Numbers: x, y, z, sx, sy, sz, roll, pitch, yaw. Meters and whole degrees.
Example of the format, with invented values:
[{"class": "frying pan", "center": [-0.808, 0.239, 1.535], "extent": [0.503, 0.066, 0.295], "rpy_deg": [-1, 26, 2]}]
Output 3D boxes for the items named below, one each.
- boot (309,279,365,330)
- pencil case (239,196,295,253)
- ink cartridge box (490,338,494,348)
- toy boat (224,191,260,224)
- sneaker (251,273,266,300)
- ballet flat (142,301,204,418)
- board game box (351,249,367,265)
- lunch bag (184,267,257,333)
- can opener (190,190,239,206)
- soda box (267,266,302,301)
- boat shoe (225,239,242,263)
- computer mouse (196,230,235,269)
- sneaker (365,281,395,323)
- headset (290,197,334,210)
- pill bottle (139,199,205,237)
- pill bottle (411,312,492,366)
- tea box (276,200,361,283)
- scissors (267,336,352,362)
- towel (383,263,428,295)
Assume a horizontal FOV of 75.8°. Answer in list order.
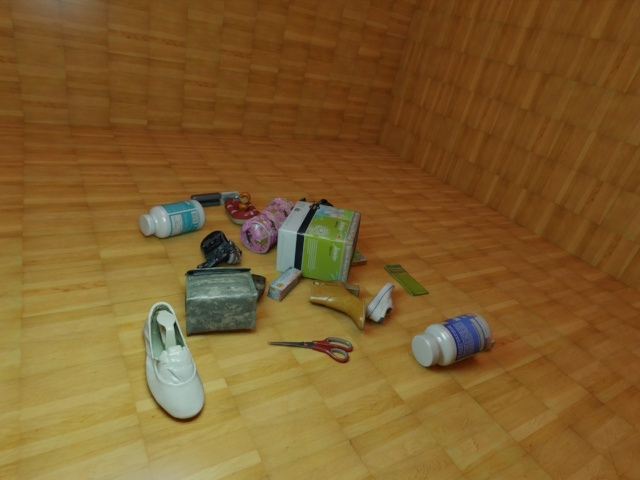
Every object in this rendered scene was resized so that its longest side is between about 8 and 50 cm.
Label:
[{"class": "boot", "center": [0.060, 0.249, 1.618], "extent": [0.211, 0.104, 0.295], "rpy_deg": [5, 23, -6]}, {"class": "pencil case", "center": [-0.244, -0.082, 2.010], "extent": [0.167, 0.160, 0.386], "rpy_deg": [20, 29, 9]}, {"class": "ink cartridge box", "center": [0.583, 0.392, 1.661], "extent": [0.179, 0.045, 0.145], "rpy_deg": [-13, 34, -10]}, {"class": "toy boat", "center": [-0.396, -0.179, 2.124], "extent": [0.150, 0.151, 0.231], "rpy_deg": [-6, 34, -33]}, {"class": "sneaker", "center": [-0.255, 0.182, 1.623], "extent": [0.066, 0.071, 0.188], "rpy_deg": [18, 4, -9]}, {"class": "ballet flat", "center": [-0.439, 0.325, 1.194], "extent": [0.139, 0.139, 0.400], "rpy_deg": [-5, 33, -32]}, {"class": "board game box", "center": [0.114, 0.045, 2.072], "extent": [0.124, 0.039, 0.259], "rpy_deg": [-5, 36, -33]}, {"class": "lunch bag", "center": [-0.359, 0.183, 1.462], "extent": [0.235, 0.169, 0.287], "rpy_deg": [0, 23, -19]}, {"class": "can opener", "center": [-0.554, -0.217, 2.206], "extent": [0.280, 0.074, 0.093], "rpy_deg": [-7, 35, -35]}, {"class": "soda box", "center": [-0.145, 0.176, 1.684], "extent": [0.062, 0.058, 0.183], "rpy_deg": [22, 28, 16]}, {"class": "boat shoe", "center": [-0.380, 0.058, 1.799], "extent": [0.066, 0.066, 0.183], "rpy_deg": [23, 19, -24]}, {"class": "computer mouse", "center": [-0.441, 0.047, 1.738], "extent": [0.188, 0.072, 0.272], "rpy_deg": [-35, 30, -1]}, {"class": "sneaker", "center": [0.261, 0.262, 1.701], "extent": [0.091, 0.094, 0.258], "rpy_deg": [40, 38, 9]}, {"class": "headset", "center": [0.020, -0.107, 2.148], "extent": [0.394, 0.185, 0.243], "rpy_deg": [31, 6, -41]}, {"class": "pill bottle", "center": [-0.666, -0.095, 1.849], "extent": [0.146, 0.146, 0.264], "rpy_deg": [32, 32, 31]}, {"class": "pill bottle", "center": [0.475, 0.366, 1.503], "extent": [0.271, 0.152, 0.152], "rpy_deg": [-9, 35, -25]}, {"class": "tea box", "center": [0.000, 0.000, 1.869], "extent": [0.323, 0.220, 0.329], "rpy_deg": [11, 29, 6]}, {"class": "scissors", "center": [-0.033, 0.361, 1.440], "extent": [0.297, 0.021, 0.109], "rpy_deg": [13, 30, 0]}, {"class": "towel", "center": [0.408, 0.183, 1.968], "extent": [0.102, 0.021, 0.237], "rpy_deg": [-4, 33, -29]}]
